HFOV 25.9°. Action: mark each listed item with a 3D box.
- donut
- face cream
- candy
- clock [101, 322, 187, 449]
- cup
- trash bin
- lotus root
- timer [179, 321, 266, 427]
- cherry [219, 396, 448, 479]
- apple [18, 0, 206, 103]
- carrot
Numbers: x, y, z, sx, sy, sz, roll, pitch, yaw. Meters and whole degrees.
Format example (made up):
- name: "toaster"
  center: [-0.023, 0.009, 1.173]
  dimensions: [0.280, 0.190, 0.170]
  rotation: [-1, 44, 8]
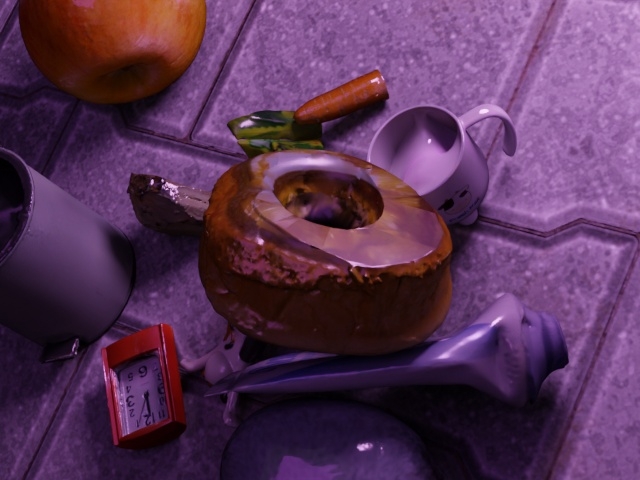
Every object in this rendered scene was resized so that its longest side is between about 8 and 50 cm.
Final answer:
- name: "donut"
  center: [0.000, 0.000, 1.630]
  dimensions: [0.330, 0.159, 0.330]
  rotation: [-1, 32, 1]
- name: "face cream"
  center: [0.085, 0.151, 1.676]
  dimensions: [0.420, 0.235, 0.137]
  rotation: [-8, 92, 6]
- name: "candy"
  center: [-0.023, -0.085, 1.927]
  dimensions: [0.246, 0.149, 0.069]
  rotation: [56, 137, 39]
- name: "clock"
  center: [-0.241, 0.208, 1.945]
  dimensions: [0.113, 0.061, 0.155]
  rotation: [-23, 61, 24]
- name: "cup"
  center: [0.161, -0.103, 1.815]
  dimensions: [0.134, 0.142, 0.173]
  rotation: [26, 82, 36]
- name: "trash bin"
  center: [-0.428, 0.017, 2.017]
  dimensions: [0.217, 0.262, 0.277]
  rotation: [-14, 62, 23]
- name: "lotus root"
  center: [-0.219, -0.047, 2.013]
  dimensions: [0.143, 0.144, 0.070]
  rotation: [7, 79, 41]
- name: "timer"
  center: [-0.087, 0.106, 1.872]
  dimensions: [0.175, 0.175, 0.266]
  rotation: [45, 109, 37]
- name: "cherry"
  center: [0.004, 0.311, 1.659]
  dimensions: [0.296, 0.218, 0.254]
  rotation: [-14, 76, 16]
- name: "apple"
  center: [-0.315, -0.340, 2.127]
  dimensions: [0.286, 0.286, 0.233]
  rotation: [-17, 67, 22]
- name: "carrot"
  center: [0.027, -0.196, 1.974]
  dimensions: [0.139, 0.048, 0.048]
  rotation: [-22, 57, 0]
